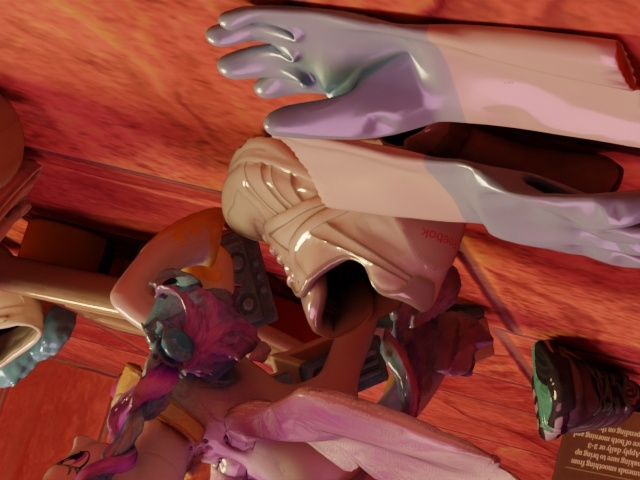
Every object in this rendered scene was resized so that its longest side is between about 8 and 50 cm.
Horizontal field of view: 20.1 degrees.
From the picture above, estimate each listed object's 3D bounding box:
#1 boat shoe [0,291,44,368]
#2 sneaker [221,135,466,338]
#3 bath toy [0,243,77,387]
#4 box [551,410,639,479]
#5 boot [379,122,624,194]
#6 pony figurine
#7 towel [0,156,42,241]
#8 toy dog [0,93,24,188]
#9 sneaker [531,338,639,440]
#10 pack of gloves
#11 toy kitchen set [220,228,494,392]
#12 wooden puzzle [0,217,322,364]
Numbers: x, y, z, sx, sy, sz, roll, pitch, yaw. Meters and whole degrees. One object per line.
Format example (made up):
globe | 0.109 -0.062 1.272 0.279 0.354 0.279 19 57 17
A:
boat shoe | -0.404 0.129 1.895 0.268 0.088 0.096 -26 135 7
sneaker | 0.000 0.000 1.090 0.090 0.115 0.232 22 169 -29
bath toy | -0.434 0.039 1.942 0.348 0.151 0.129 31 158 -37
box | 0.320 0.368 1.826 0.191 0.381 0.143 7 167 43
boot | 0.089 -0.043 0.945 0.087 0.042 0.118 35 151 -28
pony figurine | -0.017 0.136 1.164 0.351 0.363 0.302 20 130 7
towel | -0.420 -0.004 1.343 0.332 0.317 0.053 15 126 13
toy dog | -0.369 -0.035 1.200 0.334 0.161 0.220 5 163 -9
sneaker | 0.239 0.128 1.600 0.098 0.083 0.223 -8 170 4
pack of gloves | 0.057 -0.036 0.881 0.232 0.046 0.195 11 154 31
toy kitchen set | 0.014 0.048 1.499 0.207 0.166 0.122 -21 -167 -32
wooden puzzle | -0.158 0.053 1.776 0.322 0.080 0.348 10 173 33
